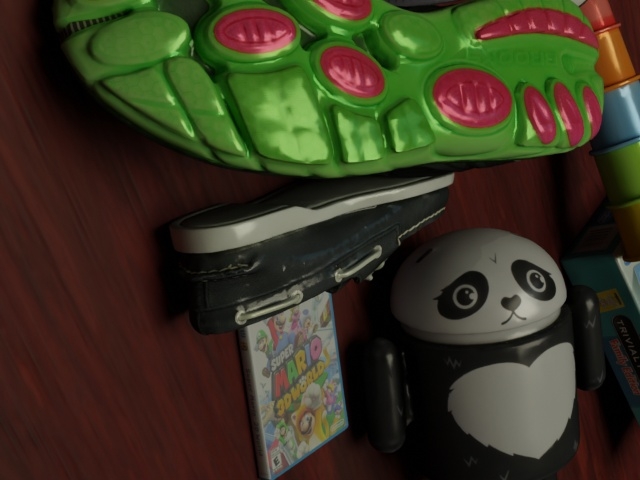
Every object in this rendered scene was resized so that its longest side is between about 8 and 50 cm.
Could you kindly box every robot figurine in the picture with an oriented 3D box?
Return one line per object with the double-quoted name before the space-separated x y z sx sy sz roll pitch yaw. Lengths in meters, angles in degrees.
"robot figurine" 0.157 0.127 1.297 0.209 0.173 0.278 -34 121 -56

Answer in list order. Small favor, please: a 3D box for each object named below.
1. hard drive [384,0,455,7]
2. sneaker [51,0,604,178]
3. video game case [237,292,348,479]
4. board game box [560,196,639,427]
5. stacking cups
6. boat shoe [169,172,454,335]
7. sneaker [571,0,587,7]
"hard drive" 0.072 -0.338 1.229 0.172 0.054 0.255 -21 110 -51
"sneaker" 0.009 -0.115 1.065 0.482 0.202 0.185 5 75 -36
"video game case" -0.023 0.108 1.185 0.119 0.015 0.166 -27 115 -49
"board game box" 0.446 0.087 1.707 0.254 0.079 0.336 -47 116 -40
"stacking cups" 0.328 -0.137 1.509 0.096 0.096 0.316 -28 100 -49
"boat shoe" 0.000 0.000 1.133 0.302 0.114 0.091 -16 106 -39
"sneaker" 0.242 -0.389 1.415 0.162 0.106 0.281 16 82 -50
